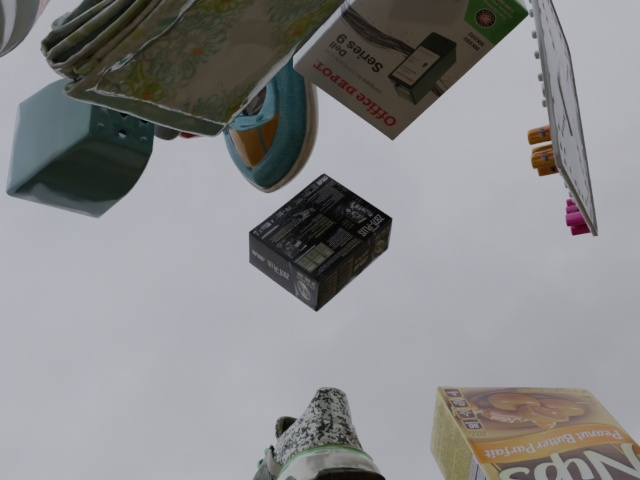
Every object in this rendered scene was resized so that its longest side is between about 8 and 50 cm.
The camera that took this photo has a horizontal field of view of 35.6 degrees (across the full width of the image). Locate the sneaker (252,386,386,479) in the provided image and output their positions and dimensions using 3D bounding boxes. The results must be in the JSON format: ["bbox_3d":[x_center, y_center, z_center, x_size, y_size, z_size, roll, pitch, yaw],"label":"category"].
[{"bbox_3d":[-0.038,0.339,1.368,0.158,0.182,0.410,18,-43,-21],"label":"sneaker"}]

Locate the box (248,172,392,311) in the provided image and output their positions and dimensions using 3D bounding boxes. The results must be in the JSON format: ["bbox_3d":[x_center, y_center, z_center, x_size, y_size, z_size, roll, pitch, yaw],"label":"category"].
[{"bbox_3d":[0.000,0.000,1.564,0.180,0.147,0.077,-41,-28,-31],"label":"box"}]

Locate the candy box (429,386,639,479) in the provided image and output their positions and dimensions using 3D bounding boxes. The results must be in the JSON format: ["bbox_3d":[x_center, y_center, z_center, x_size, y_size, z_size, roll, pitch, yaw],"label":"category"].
[{"bbox_3d":[0.236,0.248,0.991,0.183,0.316,0.087,2,-74,-9],"label":"candy box"}]

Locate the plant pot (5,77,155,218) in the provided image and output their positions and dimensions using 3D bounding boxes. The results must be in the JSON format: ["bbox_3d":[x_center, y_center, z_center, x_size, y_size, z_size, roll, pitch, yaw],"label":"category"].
[{"bbox_3d":[-0.360,-0.158,1.559,0.165,0.165,0.234,15,-23,-34],"label":"plant pot"}]

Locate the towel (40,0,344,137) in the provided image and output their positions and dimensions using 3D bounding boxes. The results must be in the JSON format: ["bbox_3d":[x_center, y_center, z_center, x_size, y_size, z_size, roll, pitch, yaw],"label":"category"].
[{"bbox_3d":[-0.111,-0.268,1.158,0.320,0.090,0.374,-41,-15,16],"label":"towel"}]

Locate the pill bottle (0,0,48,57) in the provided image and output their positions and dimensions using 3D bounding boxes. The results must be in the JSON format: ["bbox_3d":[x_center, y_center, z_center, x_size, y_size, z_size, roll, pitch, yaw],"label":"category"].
[{"bbox_3d":[-0.446,-0.356,1.259,0.224,0.392,0.224,-1,-57,-1],"label":"pill bottle"}]

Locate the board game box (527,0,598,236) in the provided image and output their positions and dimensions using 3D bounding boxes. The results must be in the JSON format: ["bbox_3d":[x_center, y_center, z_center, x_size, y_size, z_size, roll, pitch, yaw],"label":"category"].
[{"bbox_3d":[0.398,-0.239,1.707,0.050,0.389,0.390,-11,-21,20],"label":"board game box"}]

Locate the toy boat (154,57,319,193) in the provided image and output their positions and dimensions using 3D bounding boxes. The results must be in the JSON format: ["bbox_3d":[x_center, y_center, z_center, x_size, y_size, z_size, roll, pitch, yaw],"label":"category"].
[{"bbox_3d":[-0.149,-0.211,1.707,0.148,0.318,0.267,-5,-87,-53],"label":"toy boat"}]

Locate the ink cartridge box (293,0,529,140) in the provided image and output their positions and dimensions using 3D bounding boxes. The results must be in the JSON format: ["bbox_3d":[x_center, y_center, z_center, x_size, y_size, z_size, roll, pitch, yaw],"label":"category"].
[{"bbox_3d":[0.126,-0.318,1.470,0.211,0.121,0.289,33,-58,-24],"label":"ink cartridge box"}]
